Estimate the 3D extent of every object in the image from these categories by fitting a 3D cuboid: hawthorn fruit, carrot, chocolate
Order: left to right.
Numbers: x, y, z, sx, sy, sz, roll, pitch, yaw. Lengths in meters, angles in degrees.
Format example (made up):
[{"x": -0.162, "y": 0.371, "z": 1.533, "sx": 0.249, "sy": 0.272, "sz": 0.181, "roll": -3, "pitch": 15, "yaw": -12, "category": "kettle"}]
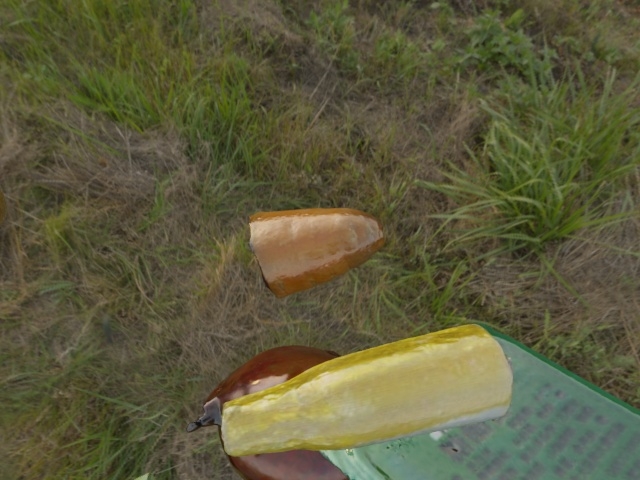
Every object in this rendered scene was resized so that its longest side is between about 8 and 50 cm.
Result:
[{"x": -0.044, "y": 0.349, "z": 1.021, "sx": 0.325, "sy": 0.308, "sz": 0.308, "roll": 12, "pitch": 67, "yaw": 16, "category": "hawthorn fruit"}, {"x": 0.000, "y": 0.000, "z": 0.919, "sx": 0.225, "sy": 0.159, "sz": 0.159, "roll": -16, "pitch": 70, "yaw": 12, "category": "carrot"}, {"x": 0.033, "y": 0.117, "z": 0.405, "sx": 0.220, "sy": 0.085, "sz": 0.085, "roll": -7, "pitch": 69, "yaw": -15, "category": "chocolate"}]

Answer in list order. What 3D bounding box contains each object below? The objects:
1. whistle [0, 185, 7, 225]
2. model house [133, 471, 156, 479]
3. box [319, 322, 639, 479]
[{"x": -0.440, "y": -0.095, "z": 0.632, "sx": 0.107, "sy": 0.219, "sz": 0.057, "roll": -1, "pitch": 24, "yaw": 31, "category": "whistle"}, {"x": -0.517, "y": 0.760, "z": 1.378, "sx": 0.212, "sy": 0.194, "sz": 0.170, "roll": -22, "pitch": 108, "yaw": -4, "category": "model house"}, {"x": 0.194, "y": 0.243, "z": 0.508, "sx": 0.264, "sy": 0.105, "sz": 0.337, "roll": -27, "pitch": 38, "yaw": -30, "category": "box"}]
